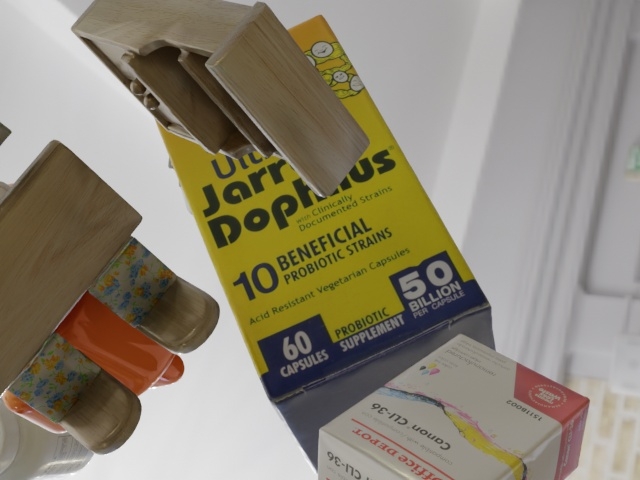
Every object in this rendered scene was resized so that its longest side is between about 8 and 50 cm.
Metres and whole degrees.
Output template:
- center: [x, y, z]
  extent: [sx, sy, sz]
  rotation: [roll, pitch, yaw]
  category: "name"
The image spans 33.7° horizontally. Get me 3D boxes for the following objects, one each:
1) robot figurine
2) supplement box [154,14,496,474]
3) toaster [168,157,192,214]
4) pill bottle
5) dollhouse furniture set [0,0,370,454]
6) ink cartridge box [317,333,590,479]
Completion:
- center: [-0.182, 0.043, 0.747]
  extent: [0.158, 0.128, 0.219]
  rotation: [-56, -40, -8]
  category: "robot figurine"
- center: [0.000, 0.000, 0.993]
  extent: [0.195, 0.194, 0.356]
  rotation: [69, 175, -58]
  category: "supplement box"
- center: [-0.118, -0.108, 1.642]
  extent: [0.146, 0.227, 0.129]
  rotation: [76, -164, -70]
  category: "toaster"
- center: [-0.388, 0.248, 1.347]
  extent: [0.229, 0.131, 0.131]
  rotation: [29, -111, -74]
  category: "pill bottle"
- center: [-0.119, -0.014, 0.575]
  extent: [0.242, 0.161, 0.212]
  rotation: [-53, -48, -12]
  category: "dollhouse furniture set"
- center: [0.078, 0.150, 0.711]
  extent: [0.198, 0.115, 0.067]
  rotation: [-28, -49, -40]
  category: "ink cartridge box"
